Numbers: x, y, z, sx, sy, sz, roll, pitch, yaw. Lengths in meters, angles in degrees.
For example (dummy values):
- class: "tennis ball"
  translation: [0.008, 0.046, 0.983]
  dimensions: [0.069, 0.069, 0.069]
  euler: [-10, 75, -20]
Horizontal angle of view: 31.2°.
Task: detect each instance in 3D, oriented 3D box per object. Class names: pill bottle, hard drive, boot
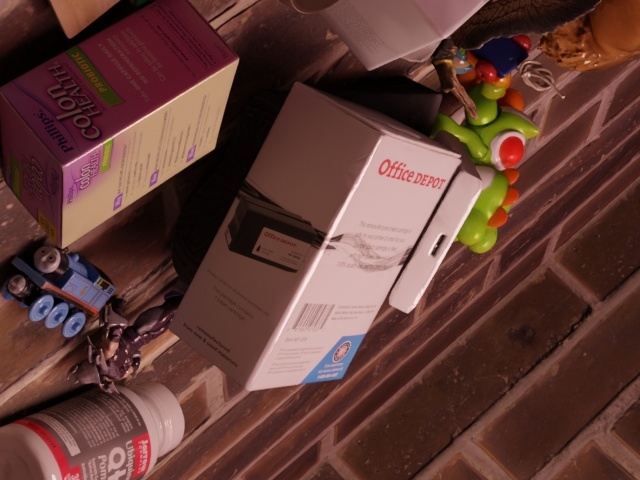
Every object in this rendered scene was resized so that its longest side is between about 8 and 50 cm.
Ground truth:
- class: "pill bottle"
  translation: [-0.381, 0.341, 1.896]
  dimensions: [0.319, 0.176, 0.176]
  euler: [-20, 147, -50]
- class: "hard drive"
  translation: [0.173, -0.042, 1.866]
  dimensions: [0.233, 0.047, 0.353]
  euler: [-62, -173, 14]
- class: "boot"
  translation: [-0.010, -0.100, 1.876]
  dimensions: [0.367, 0.146, 0.445]
  euler: [-55, 162, 27]

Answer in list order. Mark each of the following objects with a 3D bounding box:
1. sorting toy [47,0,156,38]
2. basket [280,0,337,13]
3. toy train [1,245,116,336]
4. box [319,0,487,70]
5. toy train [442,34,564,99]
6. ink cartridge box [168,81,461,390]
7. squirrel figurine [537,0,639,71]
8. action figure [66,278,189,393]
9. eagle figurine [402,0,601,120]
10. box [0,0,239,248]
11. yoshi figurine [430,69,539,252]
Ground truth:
- class: "sorting toy"
  translation: [-0.235, -0.294, 1.167]
  dimensions: [0.132, 0.046, 0.274]
  euler: [-42, 167, -11]
- class: "basket"
  translation: [-0.057, -0.349, 1.167]
  dimensions: [0.204, 0.227, 0.154]
  euler: [-47, 160, 1]
- class: "toy train"
  translation: [-0.360, 0.063, 1.571]
  dimensions: [0.105, 0.080, 0.184]
  euler: [-54, 158, -6]
- class: "box"
  translation: [0.121, -0.352, 1.386]
  dimensions: [0.215, 0.168, 0.345]
  euler: [-43, -170, -7]
- class: "toy train"
  translation: [0.309, -0.287, 1.970]
  dimensions: [0.105, 0.248, 0.143]
  euler: [-41, 163, -15]
- class: "ink cartridge box"
  translation: [0.000, 0.000, 1.632]
  dimensions: [0.394, 0.166, 0.285]
  euler: [-61, 154, 11]
- class: "squirrel figurine"
  translation: [0.489, -0.488, 1.877]
  dimensions: [0.397, 0.370, 0.281]
  euler: [-21, 174, 41]
- class: "action figure"
  translation: [-0.286, 0.143, 1.839]
  dimensions: [0.285, 0.099, 0.185]
  euler: [-35, 164, -18]
- class: "eagle figurine"
  translation: [0.258, -0.374, 1.770]
  dimensions: [0.298, 0.226, 0.225]
  euler: [-42, -157, 40]
- class: "box"
  translation: [-0.235, -0.137, 1.324]
  dimensions: [0.243, 0.117, 0.213]
  euler: [-37, 169, -25]
- class: "yoshi figurine"
  translation: [0.266, -0.140, 2.119]
  dimensions: [0.203, 0.204, 0.362]
  euler: [123, -18, -61]
